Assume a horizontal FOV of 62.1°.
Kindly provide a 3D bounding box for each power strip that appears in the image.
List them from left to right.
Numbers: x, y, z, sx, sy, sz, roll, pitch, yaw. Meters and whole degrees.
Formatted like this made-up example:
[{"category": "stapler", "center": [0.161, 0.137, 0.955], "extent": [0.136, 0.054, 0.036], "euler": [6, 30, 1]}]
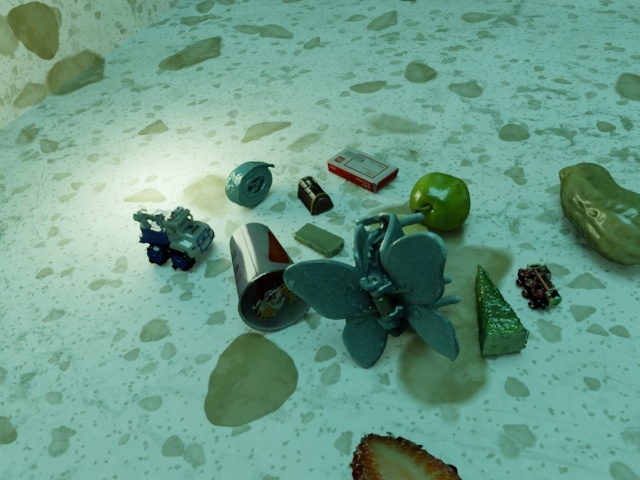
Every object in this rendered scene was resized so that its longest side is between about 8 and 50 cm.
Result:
[{"category": "power strip", "center": [0.000, 0.000, 1.593], "extent": [0.169, 0.028, 0.076], "euler": [27, 53, 35]}]

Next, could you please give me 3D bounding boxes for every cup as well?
[{"category": "cup", "center": [-0.152, 0.078, 1.433], "extent": [0.203, 0.203, 0.288], "euler": [-19, 37, -11]}]

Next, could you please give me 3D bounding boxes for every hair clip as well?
[{"category": "hair clip", "center": [0.174, 0.100, 1.235], "extent": [0.392, 0.318, 0.238], "euler": [-17, 19, 33]}]

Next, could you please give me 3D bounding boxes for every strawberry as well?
[{"category": "strawberry", "center": [0.175, 0.493, 0.984], "extent": [0.233, 0.137, 0.306], "euler": [2, 14, -15]}]

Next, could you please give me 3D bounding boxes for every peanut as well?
[{"category": "peanut", "center": [0.780, -0.088, 1.449], "extent": [0.192, 0.169, 0.387], "euler": [-8, 42, -7]}]

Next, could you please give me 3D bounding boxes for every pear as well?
[{"category": "pear", "center": [0.338, -0.108, 1.534], "extent": [0.180, 0.166, 0.216], "euler": [39, 33, 17]}]

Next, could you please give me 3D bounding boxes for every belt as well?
[{"category": "belt", "center": [-0.237, -0.187, 1.755], "extent": [0.082, 0.147, 0.163], "euler": [23, 23, 34]}]

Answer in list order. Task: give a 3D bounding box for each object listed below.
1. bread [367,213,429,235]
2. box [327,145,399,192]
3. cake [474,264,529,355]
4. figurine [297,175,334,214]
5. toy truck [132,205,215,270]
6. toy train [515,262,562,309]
[{"category": "bread", "center": [0.225, 0.014, 1.530], "extent": [0.182, 0.039, 0.251], "euler": [-2, 43, 7]}, {"category": "box", "center": [0.143, -0.243, 1.813], "extent": [0.123, 0.050, 0.229], "euler": [-37, 49, -27]}, {"category": "cake", "center": [0.398, 0.167, 1.289], "extent": [0.099, 0.100, 0.235], "euler": [-13, 43, -5]}, {"category": "figurine", "center": [-0.029, -0.165, 1.726], "extent": [0.082, 0.098, 0.154], "euler": [-25, 47, -11]}, {"category": "toy truck", "center": [-0.437, -0.028, 1.590], "extent": [0.213, 0.177, 0.161], "euler": [10, 45, 21]}, {"category": "toy train", "center": [0.558, 0.119, 1.353], "extent": [0.087, 0.050, 0.138], "euler": [-9, 43, -5]}]
